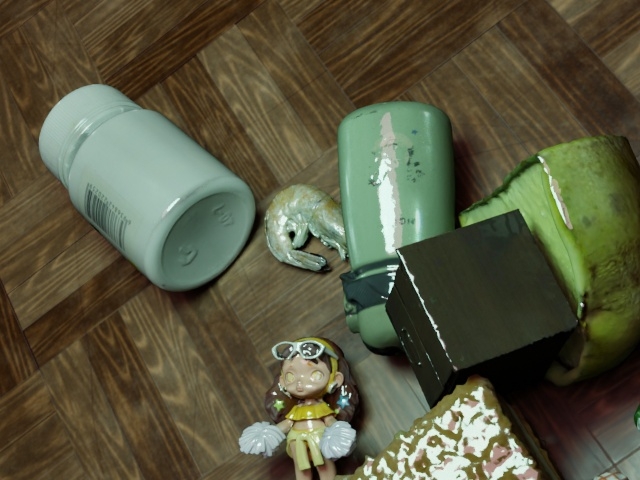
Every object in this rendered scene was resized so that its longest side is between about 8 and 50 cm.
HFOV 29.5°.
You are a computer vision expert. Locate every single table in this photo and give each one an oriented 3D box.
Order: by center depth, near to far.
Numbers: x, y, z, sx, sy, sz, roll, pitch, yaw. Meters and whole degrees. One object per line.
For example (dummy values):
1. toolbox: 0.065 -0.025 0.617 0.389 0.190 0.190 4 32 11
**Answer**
1. table: 0.185 0.098 1.504 0.172 0.193 0.169 -18 67 -13

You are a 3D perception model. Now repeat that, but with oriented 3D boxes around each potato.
1. potato: 0.353 0.024 1.562 0.213 0.330 0.280 -17 80 -13

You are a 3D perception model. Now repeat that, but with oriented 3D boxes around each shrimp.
1. shrimp: 0.000 0.000 1.834 0.223 0.047 0.126 38 90 31

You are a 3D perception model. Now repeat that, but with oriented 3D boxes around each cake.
1. cake: 0.188 0.356 1.443 0.256 0.290 0.282 -33 58 6

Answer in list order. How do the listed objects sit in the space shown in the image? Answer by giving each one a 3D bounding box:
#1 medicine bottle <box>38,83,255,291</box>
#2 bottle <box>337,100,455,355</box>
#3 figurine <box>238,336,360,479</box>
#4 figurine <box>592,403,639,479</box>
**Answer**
1. medicine bottle: -0.281 -0.092 1.911 0.208 0.208 0.340 -49 57 -2
2. bottle: 0.110 -0.013 1.710 0.168 0.168 0.347 -8 73 22
3. figurine: -0.013 0.252 1.688 0.175 0.116 0.240 -7 71 25
4. figurine: 0.450 0.262 1.403 0.281 0.167 0.370 -4 81 -9
